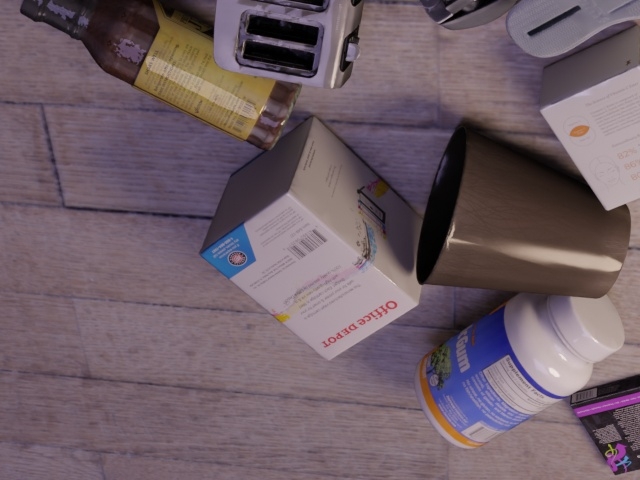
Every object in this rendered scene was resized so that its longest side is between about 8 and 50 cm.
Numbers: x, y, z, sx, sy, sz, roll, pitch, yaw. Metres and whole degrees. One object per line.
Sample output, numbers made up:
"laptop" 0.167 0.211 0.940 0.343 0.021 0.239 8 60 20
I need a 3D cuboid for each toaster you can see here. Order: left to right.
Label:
"toaster" -0.037 -0.273 1.503 0.185 0.110 0.168 11 110 1

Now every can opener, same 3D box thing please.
"can opener" 0.233 -0.326 1.467 0.283 0.076 0.095 -29 150 30

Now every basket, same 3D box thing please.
"basket" 0.255 -0.015 1.647 0.227 0.154 0.204 16 87 -8

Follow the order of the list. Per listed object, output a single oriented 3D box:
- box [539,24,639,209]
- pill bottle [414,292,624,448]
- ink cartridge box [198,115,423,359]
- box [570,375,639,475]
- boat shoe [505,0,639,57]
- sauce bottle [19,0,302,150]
"box" 0.356 -0.142 1.561 0.130 0.091 0.170 -23 121 28
"pill bottle" 0.270 0.160 1.790 0.152 0.152 0.272 39 126 -19
"ink cartridge box" 0.000 0.000 1.708 0.171 0.168 0.232 -33 115 33
"box" 0.448 0.270 1.920 0.116 0.029 0.162 -19 121 27
"boat shoe" 0.312 -0.280 1.348 0.109 0.094 0.302 46 146 -21
"sauce bottle" -0.192 -0.228 1.602 0.344 0.111 0.111 27 130 -11
